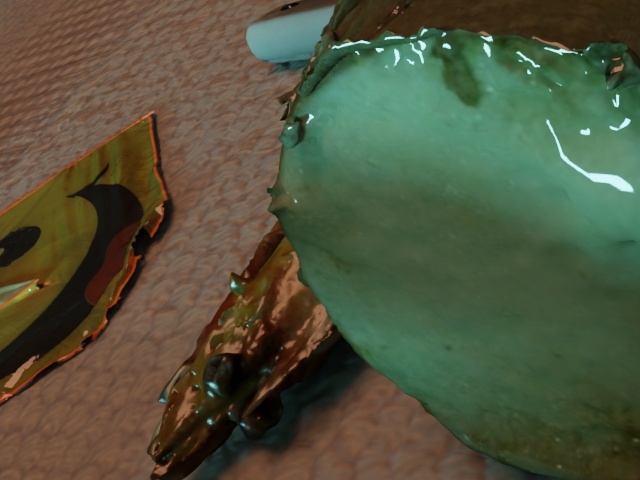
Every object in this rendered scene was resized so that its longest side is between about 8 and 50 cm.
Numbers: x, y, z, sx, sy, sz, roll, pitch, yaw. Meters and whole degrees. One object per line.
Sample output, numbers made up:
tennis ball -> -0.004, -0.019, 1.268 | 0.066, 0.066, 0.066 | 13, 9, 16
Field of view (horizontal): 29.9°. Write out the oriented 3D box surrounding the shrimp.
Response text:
shrimp -> 0.001, 0.001, 0.600 | 0.294, 0.062, 0.154 | -50, 19, -28

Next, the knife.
knife -> 0.056, -0.154, 0.781 | 0.265, 0.041, 0.073 | -2, 33, 46

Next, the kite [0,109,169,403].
kite -> -0.233, 0.034, 0.847 | 0.327, 0.013, 0.378 | -10, 39, 41

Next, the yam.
yam -> 0.104, -0.078, 0.455 | 0.195, 0.195, 0.300 | -14, 36, 35
